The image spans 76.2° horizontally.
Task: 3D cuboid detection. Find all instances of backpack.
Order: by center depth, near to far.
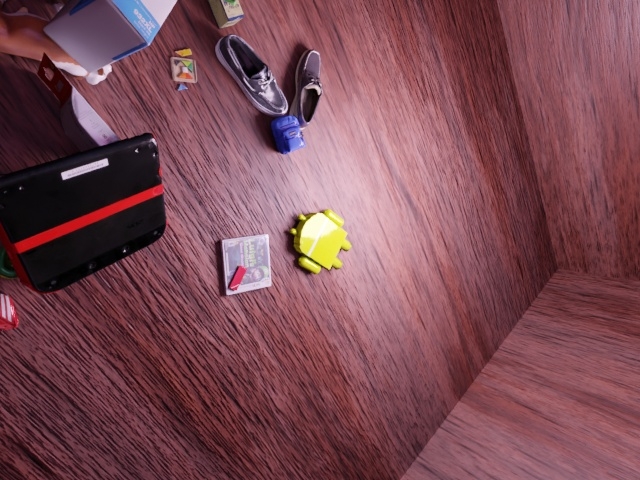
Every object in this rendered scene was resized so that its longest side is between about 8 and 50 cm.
[{"bbox_3d":[-0.107,-0.366,1.396,0.098,0.101,0.120,-26,114,-19],"label":"backpack"}]

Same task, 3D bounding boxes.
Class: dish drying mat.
[{"bbox_3d":[-0.278,0.127,1.379,0.032,0.008,0.083,31,79,-34],"label":"dish drying mat"}]

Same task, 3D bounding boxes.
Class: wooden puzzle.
[{"bbox_3d":[-0.408,-0.511,1.221,0.079,0.014,0.116,-18,107,-33],"label":"wooden puzzle"}]

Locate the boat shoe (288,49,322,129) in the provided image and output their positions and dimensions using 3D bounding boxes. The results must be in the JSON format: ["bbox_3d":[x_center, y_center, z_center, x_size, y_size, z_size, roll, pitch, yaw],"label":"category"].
[{"bbox_3d":[-0.038,-0.532,1.437,0.103,0.092,0.285,14,89,-38],"label":"boat shoe"}]

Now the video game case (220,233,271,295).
[{"bbox_3d":[-0.254,0.081,1.408,0.173,0.022,0.190,-9,101,-35],"label":"video game case"}]

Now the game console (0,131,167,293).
[{"bbox_3d":[-0.562,-0.067,1.010,0.387,0.060,0.341,-36,147,-41],"label":"game console"}]

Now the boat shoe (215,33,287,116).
[{"bbox_3d":[-0.202,-0.525,1.313,0.301,0.102,0.108,48,69,-30],"label":"boat shoe"}]

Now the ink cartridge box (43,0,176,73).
[{"bbox_3d":[-0.467,-0.573,0.971,0.129,0.223,0.307,48,44,-46],"label":"ink cartridge box"}]

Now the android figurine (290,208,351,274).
[{"bbox_3d":[0.000,0.000,1.560,0.273,0.056,0.248,33,77,-35],"label":"android figurine"}]

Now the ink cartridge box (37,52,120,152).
[{"bbox_3d":[-0.610,-0.310,0.996,0.066,0.189,0.232,-52,122,-24],"label":"ink cartridge box"}]

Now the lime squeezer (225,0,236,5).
[{"bbox_3d":[-0.358,-0.787,1.170,0.110,0.059,0.310,-25,86,-24],"label":"lime squeezer"}]

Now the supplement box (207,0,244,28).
[{"bbox_3d":[-0.287,-0.703,1.239,0.056,0.083,0.083,-33,114,-28],"label":"supplement box"}]

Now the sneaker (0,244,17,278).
[{"bbox_3d":[-0.688,-0.030,1.016,0.109,0.124,0.295,34,76,-34],"label":"sneaker"}]

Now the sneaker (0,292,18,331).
[{"bbox_3d":[-0.819,0.229,0.982,0.128,0.087,0.221,26,82,-34],"label":"sneaker"}]

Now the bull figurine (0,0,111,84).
[{"bbox_3d":[-0.666,-0.501,0.985,0.311,0.101,0.188,1,89,-42],"label":"bull figurine"}]
